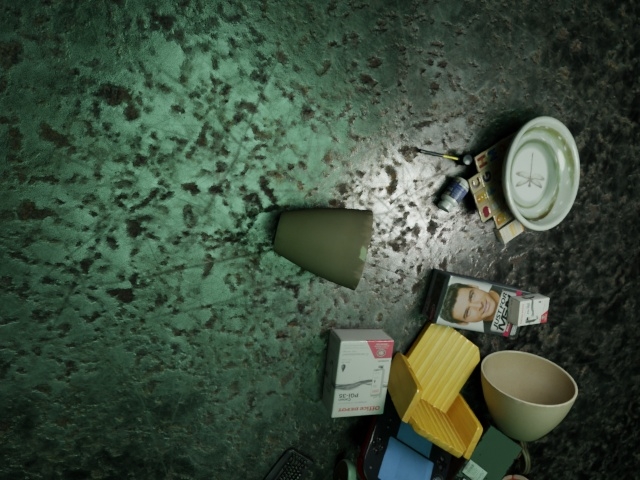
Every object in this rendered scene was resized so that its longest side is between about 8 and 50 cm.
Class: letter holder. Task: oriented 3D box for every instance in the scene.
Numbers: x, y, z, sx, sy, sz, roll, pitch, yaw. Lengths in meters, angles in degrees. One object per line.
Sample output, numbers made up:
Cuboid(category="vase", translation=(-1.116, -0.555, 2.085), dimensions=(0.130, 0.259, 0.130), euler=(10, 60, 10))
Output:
Cuboid(category="letter holder", translation=(0.655, 0.889, 1.753), dimensions=(0.152, 0.214, 0.302), euler=(34, 91, 12))

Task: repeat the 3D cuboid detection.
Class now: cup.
Cuboid(category="cup", translation=(0.776, 0.616, 1.641), dimensions=(0.330, 0.331, 0.237), euler=(-5, 111, -16))

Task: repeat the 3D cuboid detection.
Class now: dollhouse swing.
Cuboid(category="dollhouse swing", translation=(0.467, 0.524, 1.550), dimensions=(0.346, 0.315, 0.305), euler=(37, 101, -19))

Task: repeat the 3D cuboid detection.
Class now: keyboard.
Cuboid(category="keyboard", translation=(-0.134, 0.934, 1.571), dimensions=(0.201, 0.033, 0.317), euler=(38, 89, -20))

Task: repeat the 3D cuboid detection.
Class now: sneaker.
Cuboid(category="sneaker", translation=(0.120, 0.939, 1.619), dimensions=(0.122, 0.106, 0.291), euler=(-4, 112, -22))

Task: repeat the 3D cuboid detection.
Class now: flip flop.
Cuboid(category="flip flop", translation=(0.846, 0.879, 1.825), dimensions=(0.080, 0.112, 0.277), euler=(-9, 117, 22))

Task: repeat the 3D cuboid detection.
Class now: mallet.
Cuboid(category="mallet", translation=(0.435, -0.293, 1.480), dimensions=(0.189, 0.062, 0.039), euler=(8, 98, -18))

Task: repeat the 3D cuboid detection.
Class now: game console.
Cuboid(category="game console", translation=(0.331, 0.778, 1.581), dimensions=(0.386, 0.060, 0.342), euler=(37, 62, -16))

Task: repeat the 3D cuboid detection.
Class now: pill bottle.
Cuboid(category="pill bottle", translation=(0.471, -0.161, 1.515), dimensions=(0.067, 0.067, 0.120), euler=(38, 88, -20))

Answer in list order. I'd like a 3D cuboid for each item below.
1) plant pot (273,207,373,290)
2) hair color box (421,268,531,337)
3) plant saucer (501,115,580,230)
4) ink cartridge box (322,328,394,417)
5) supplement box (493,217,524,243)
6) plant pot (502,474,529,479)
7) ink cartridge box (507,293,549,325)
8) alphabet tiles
Cuboid(category="plant pot", translation=(0.000, 0.000, 1.330), dimensions=(0.273, 0.256, 0.257), euler=(13, 97, -3))
Cuboid(category="hair color box", translation=(0.586, 0.238, 1.605), dimensions=(0.373, 0.113, 0.186), euler=(13, 96, -18))
Cuboid(category="plant saucer", translation=(0.773, -0.239, 1.544), dimensions=(0.399, 0.100, 0.401), euler=(-3, 97, -27))
Cuboid(category="ink cartridge box", translation=(0.131, 0.465, 1.510), dimensions=(0.207, 0.117, 0.284), euler=(3, 100, -18))
Cuboid(category="supplement box", translation=(0.719, -0.041, 1.630), dimensions=(0.098, 0.036, 0.062), euler=(-32, 108, -9))
Cuboid(category="plant pot", translation=(0.870, 1.163, 1.811), dimensions=(0.274, 0.275, 0.243), euler=(-38, 98, -7))
Cuboid(category="ink cartridge box", translation=(0.766, 0.255, 1.574), dimensions=(0.135, 0.056, 0.100), euler=(-4, 103, -18))
Cuboid(category="alphabet tiles", translation=(0.679, -0.219, 1.561), dimensions=(0.342, 0.011, 0.285), euler=(-31, 109, -21))
